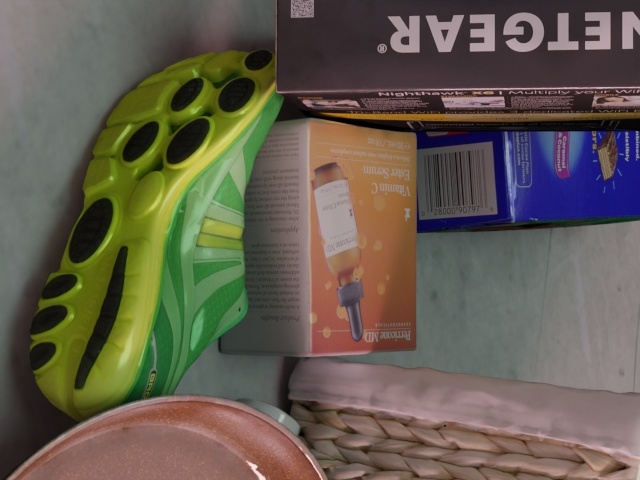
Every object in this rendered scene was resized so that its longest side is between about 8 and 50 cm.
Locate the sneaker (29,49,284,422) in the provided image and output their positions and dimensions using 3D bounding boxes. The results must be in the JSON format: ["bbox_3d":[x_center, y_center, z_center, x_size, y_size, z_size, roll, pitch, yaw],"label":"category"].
[{"bbox_3d":[-0.102,-0.004,1.046,0.296,0.109,0.123,-66,148,-22],"label":"sneaker"}]

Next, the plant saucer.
[{"bbox_3d":[-0.120,0.242,0.989,0.310,0.050,0.311,-10,108,-33],"label":"plant saucer"}]

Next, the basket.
[{"bbox_3d":[0.166,0.261,1.164,0.328,0.331,0.267,28,70,-46],"label":"basket"}]

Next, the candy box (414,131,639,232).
[{"bbox_3d":[0.206,-0.145,1.379,0.317,0.122,0.268,-2,89,-48],"label":"candy box"}]

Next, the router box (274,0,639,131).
[{"bbox_3d":[0.136,-0.128,1.096,0.243,0.308,0.081,18,73,-82],"label":"router box"}]

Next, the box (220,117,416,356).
[{"bbox_3d":[0.000,0.000,1.157,0.130,0.091,0.171,1,88,-50],"label":"box"}]

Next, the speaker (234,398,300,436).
[{"bbox_3d":[-0.063,0.183,1.105,0.055,0.055,0.136,47,55,-38],"label":"speaker"}]
